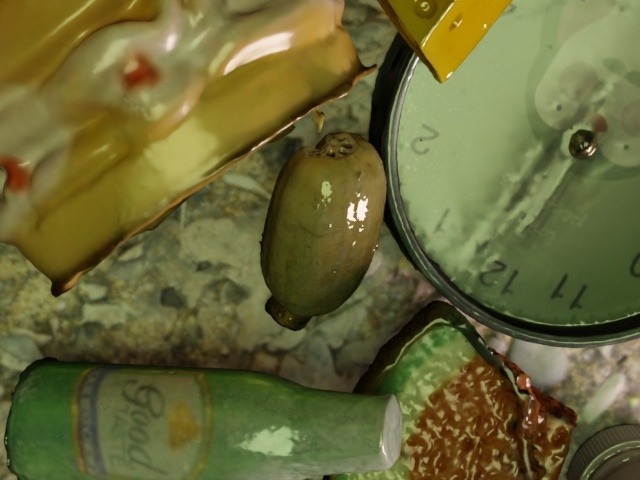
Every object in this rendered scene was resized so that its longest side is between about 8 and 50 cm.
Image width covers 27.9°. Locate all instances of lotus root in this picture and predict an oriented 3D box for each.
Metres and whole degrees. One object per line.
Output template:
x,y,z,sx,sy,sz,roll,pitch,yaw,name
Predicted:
0.001,0.001,0.951,0.077,0.090,0.183,39,135,24,lotus root

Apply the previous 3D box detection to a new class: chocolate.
-0.084,0.139,0.941,0.291,0.110,0.110,-2,106,21,chocolate

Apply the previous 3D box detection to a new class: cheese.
0.051,-0.212,0.872,0.171,0.093,0.126,39,94,19,cheese

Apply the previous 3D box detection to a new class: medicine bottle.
0.258,0.219,0.992,0.105,0.168,0.105,-1,104,-3,medicine bottle

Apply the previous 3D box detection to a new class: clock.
0.195,-0.072,0.966,0.319,0.066,0.318,-1,106,-2,clock

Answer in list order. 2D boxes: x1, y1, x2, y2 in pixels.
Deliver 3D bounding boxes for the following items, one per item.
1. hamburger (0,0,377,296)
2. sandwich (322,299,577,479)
-0.128,-0.127,0.846,0.276,0.276,0.237,-35,93,7,hamburger
0.098,0.180,0.998,0.212,0.109,0.292,-1,104,2,sandwich
